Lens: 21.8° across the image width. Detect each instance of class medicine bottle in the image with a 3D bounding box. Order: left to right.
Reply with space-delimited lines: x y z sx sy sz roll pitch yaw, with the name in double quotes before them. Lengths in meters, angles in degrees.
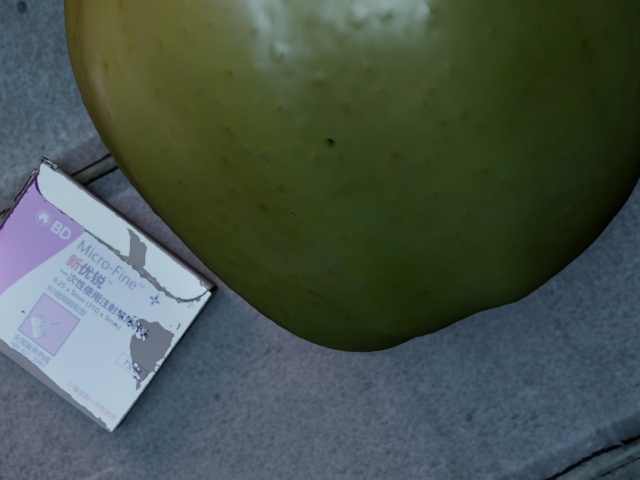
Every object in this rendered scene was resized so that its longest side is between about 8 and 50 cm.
"medicine bottle" -0.218 0.049 1.512 0.201 0.052 0.171 37 97 3

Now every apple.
"apple" 0.044 -0.146 1.270 0.474 0.473 0.473 1 93 9
